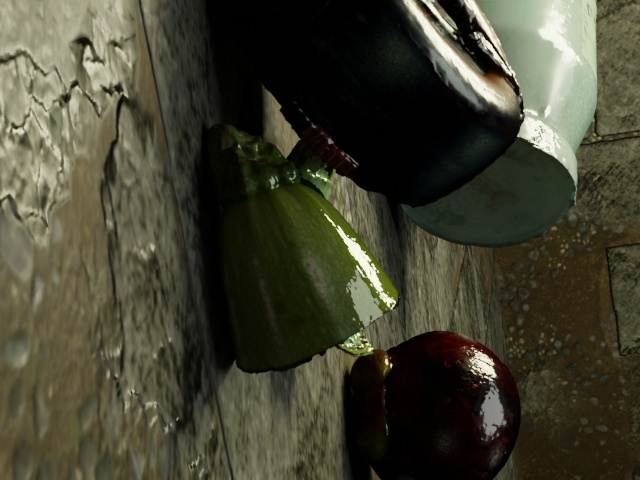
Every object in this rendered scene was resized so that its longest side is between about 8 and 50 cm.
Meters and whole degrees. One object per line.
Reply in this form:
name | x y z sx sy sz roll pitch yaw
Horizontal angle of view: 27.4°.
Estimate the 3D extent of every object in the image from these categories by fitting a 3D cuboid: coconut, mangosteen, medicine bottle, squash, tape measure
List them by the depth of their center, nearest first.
squash | -0.024 -0.006 0.741 0.105 0.105 0.132 -60 130 -71
tape measure | 0.032 -0.128 0.852 0.223 0.135 0.202 53 20 -3
coconut | -0.004 -0.001 0.887 0.133 0.055 0.158 39 44 -70
mangosteen | 0.090 0.144 1.103 0.152 0.152 0.153 -6 90 -79
medicine bottle | 0.191 -0.164 1.489 0.245 0.244 0.290 70 23 -50
